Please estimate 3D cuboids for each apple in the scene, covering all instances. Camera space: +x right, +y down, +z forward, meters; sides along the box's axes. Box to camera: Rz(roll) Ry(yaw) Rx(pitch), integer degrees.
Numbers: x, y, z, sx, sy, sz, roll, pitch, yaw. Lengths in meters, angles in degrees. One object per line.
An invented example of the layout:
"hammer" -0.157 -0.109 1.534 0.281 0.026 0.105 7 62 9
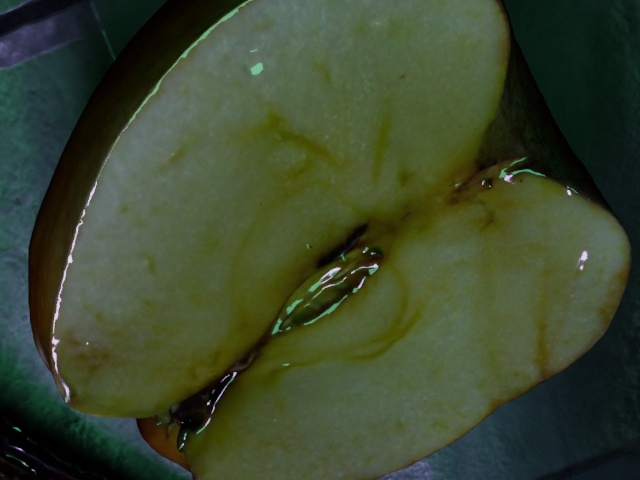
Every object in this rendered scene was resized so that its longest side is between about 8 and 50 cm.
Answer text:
"apple" 0.000 0.000 0.775 0.365 0.295 0.329 -41 82 7

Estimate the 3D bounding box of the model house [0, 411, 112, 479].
"model house" -0.261 0.303 0.882 0.317 0.297 0.282 -40 77 19
